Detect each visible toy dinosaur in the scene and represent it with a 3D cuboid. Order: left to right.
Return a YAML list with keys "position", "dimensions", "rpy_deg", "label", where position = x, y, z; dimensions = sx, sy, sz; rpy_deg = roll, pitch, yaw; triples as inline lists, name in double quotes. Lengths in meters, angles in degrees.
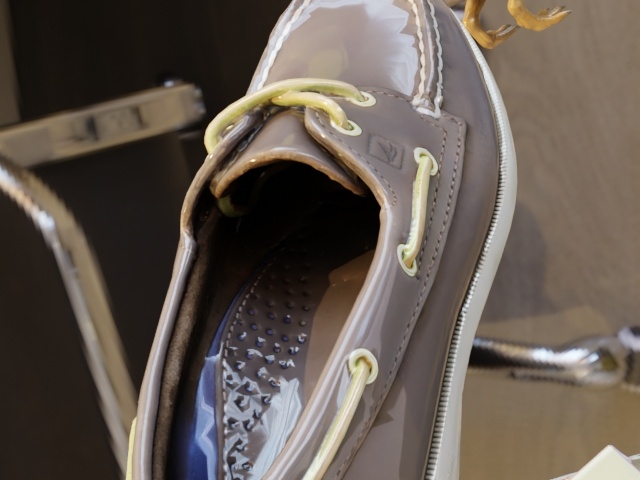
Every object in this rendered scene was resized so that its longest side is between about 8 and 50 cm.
- position: [0.101, -0.177, 1.092]
  dimensions: [0.064, 0.211, 0.112]
  rpy_deg: [6, 134, 56]
  label: "toy dinosaur"

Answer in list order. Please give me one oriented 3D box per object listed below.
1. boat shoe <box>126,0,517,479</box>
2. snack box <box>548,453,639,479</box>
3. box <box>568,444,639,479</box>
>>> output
- position: [0.000, 0.000, 0.623]
  dimensions: [0.117, 0.324, 0.096]
  rpy_deg: [-9, 140, 24]
  label: "boat shoe"
- position: [0.296, 0.277, 1.428]
  dimensions: [0.322, 0.060, 0.187]
  rpy_deg: [-16, 95, -5]
  label: "snack box"
- position: [0.151, 0.279, 0.919]
  dimensions: [0.213, 0.243, 0.117]
  rpy_deg: [41, 158, 29]
  label: "box"
